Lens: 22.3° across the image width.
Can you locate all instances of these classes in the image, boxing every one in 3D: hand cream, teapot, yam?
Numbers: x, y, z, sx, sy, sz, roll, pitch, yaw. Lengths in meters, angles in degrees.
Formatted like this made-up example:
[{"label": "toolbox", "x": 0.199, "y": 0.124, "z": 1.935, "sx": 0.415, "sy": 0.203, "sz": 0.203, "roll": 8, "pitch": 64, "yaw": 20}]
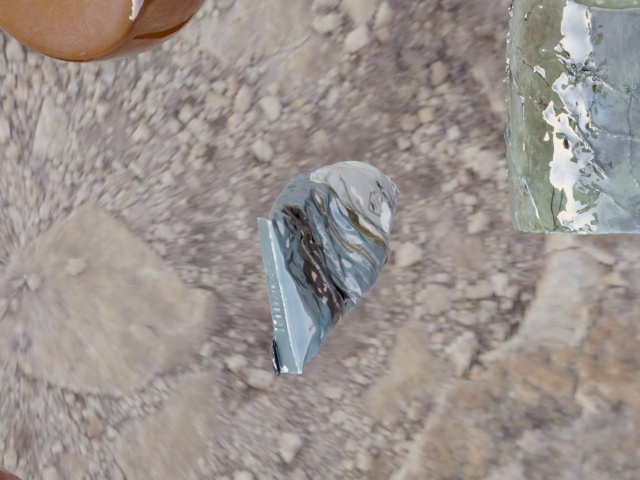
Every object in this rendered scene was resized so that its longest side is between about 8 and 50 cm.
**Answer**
[{"label": "hand cream", "x": 0.000, "y": 0.001, "z": 0.893, "sx": 0.052, "sy": 0.248, "sz": 0.075, "roll": -31, "pitch": 96, "yaw": 18}, {"label": "teapot", "x": -0.091, "y": -0.137, "z": 0.680, "sx": 0.116, "sy": 0.173, "sz": 0.116, "roll": 21, "pitch": 64, "yaw": -51}, {"label": "yam", "x": 0.281, "y": -0.134, "z": 1.552, "sx": 0.202, "sy": 0.201, "sz": 0.271, "roll": -5, "pitch": 95, "yaw": -10}]

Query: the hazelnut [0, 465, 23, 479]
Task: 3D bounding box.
[{"label": "hazelnut", "x": -0.285, "y": 0.234, "z": 1.157, "sx": 0.212, "sy": 0.181, "sz": 0.181, "roll": -1, "pitch": 112, "yaw": 4}]
